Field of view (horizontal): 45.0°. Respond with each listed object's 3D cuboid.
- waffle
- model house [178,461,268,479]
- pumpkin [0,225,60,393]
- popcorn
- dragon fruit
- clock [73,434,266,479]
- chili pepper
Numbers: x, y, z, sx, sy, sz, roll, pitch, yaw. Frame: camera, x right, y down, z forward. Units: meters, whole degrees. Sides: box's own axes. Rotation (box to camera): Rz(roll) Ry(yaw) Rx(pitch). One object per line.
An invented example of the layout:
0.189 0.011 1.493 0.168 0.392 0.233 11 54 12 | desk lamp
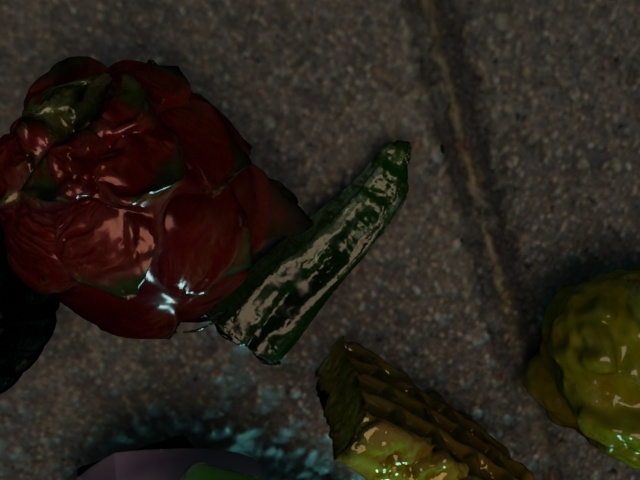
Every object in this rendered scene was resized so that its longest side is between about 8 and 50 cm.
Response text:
0.100 0.181 0.670 0.210 0.160 0.055 33 99 -13 | waffle
-0.097 0.363 0.700 0.312 0.243 0.357 -21 148 34 | model house
-0.305 0.047 0.604 0.194 0.150 0.194 5 120 9 | pumpkin
0.287 0.110 0.681 0.197 0.155 0.198 0 86 -1 | popcorn
-0.123 -0.026 0.566 0.192 0.274 0.193 22 81 26 | dragon fruit
-0.151 0.224 0.688 0.197 0.064 0.172 -19 140 0 | clock
0.000 0.000 0.665 0.088 0.059 0.227 39 96 -10 | chili pepper
